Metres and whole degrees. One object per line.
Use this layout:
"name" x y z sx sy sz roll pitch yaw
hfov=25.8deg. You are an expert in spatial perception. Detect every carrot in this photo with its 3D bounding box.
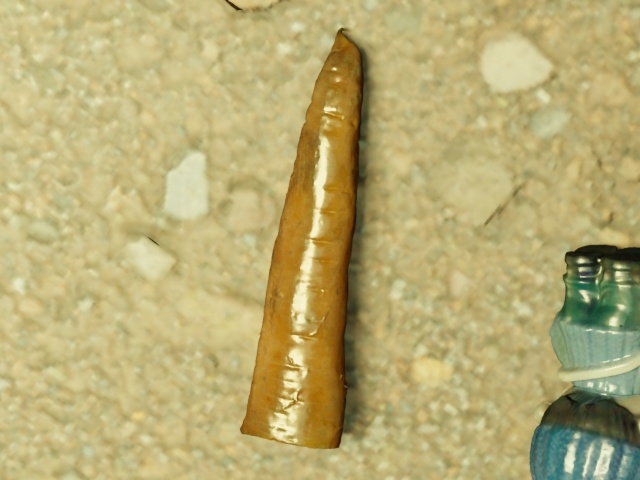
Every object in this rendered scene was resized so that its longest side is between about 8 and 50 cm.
"carrot" 0.000 0.000 0.737 0.057 0.057 0.224 8 97 -7

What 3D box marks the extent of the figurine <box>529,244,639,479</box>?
"figurine" 0.159 0.080 0.756 0.086 0.087 0.149 6 103 32
